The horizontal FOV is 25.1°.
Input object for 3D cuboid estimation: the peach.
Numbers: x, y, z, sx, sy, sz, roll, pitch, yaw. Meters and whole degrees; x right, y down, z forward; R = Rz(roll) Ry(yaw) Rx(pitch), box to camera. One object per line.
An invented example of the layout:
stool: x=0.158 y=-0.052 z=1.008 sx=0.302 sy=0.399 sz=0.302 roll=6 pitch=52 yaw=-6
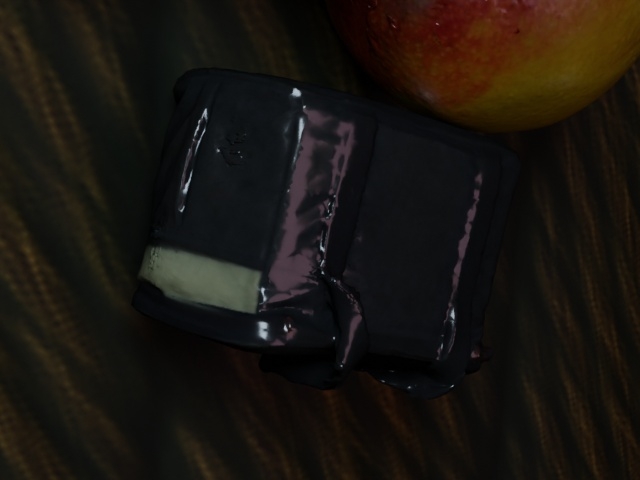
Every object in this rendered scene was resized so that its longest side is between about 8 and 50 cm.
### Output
peach: x=0.115 y=-0.183 z=0.956 sx=0.231 sy=0.231 sz=0.231 roll=-21 pitch=120 yaw=-41

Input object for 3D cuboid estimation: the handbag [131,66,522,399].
handbag: x=0.000 y=0.000 z=0.928 sx=0.254 sy=0.181 sz=0.181 roll=13 pitch=89 yaw=-48
